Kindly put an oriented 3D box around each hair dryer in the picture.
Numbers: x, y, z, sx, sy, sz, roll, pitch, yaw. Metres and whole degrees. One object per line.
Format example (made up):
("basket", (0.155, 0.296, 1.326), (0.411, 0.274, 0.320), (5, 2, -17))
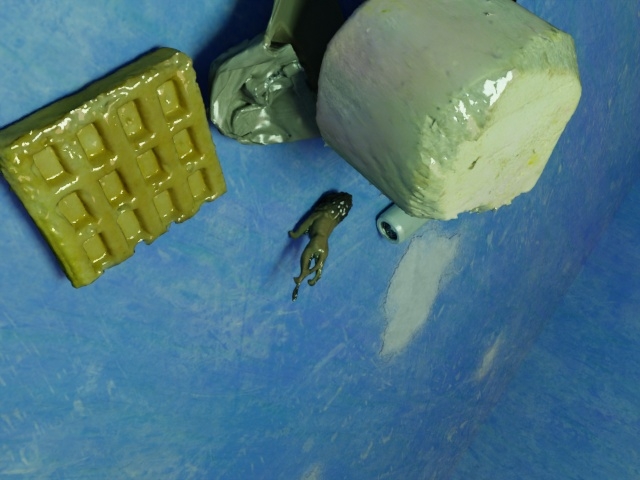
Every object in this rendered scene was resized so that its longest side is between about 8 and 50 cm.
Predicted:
("hair dryer", (0.163, -0.113, 1.266), (0.131, 0.073, 0.236), (-37, 137, -24))

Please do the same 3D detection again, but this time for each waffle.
("waffle", (-0.243, -0.088, 0.816), (0.248, 0.055, 0.221), (-37, 140, -25))

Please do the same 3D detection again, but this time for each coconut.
("coconut", (0.147, -0.196, 0.876), (0.297, 0.309, 0.297), (-25, 142, -21))

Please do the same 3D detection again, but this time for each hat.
("hat", (-0.062, -0.255, 0.897), (0.214, 0.149, 0.245), (47, 41, -58))

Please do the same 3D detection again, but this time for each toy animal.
("toy animal", (-0.013, 0.004, 1.131), (0.069, 0.086, 0.220), (35, 64, -33))

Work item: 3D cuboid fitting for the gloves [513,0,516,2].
("gloves", (0.179, -0.398, 0.994), (0.301, 0.152, 0.197), (43, 48, -43))
